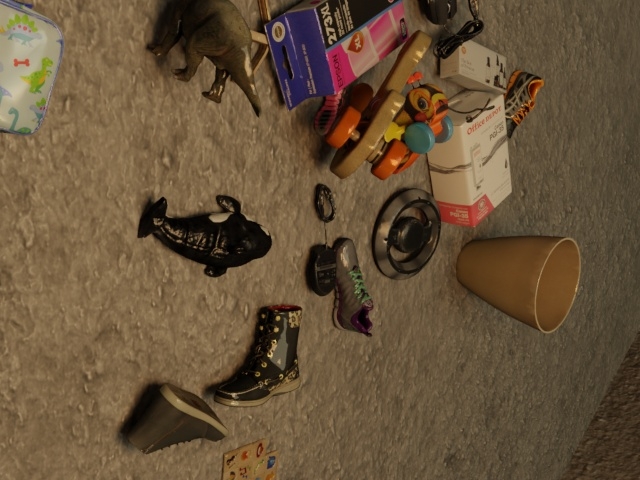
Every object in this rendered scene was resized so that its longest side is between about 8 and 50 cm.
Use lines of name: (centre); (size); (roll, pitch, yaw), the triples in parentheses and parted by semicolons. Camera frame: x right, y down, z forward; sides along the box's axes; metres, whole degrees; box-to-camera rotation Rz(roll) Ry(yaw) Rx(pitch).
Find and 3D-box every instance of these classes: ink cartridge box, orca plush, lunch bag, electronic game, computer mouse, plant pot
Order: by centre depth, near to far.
lunch bag: (-0.450, -0.239, 0.964); (0.219, 0.090, 0.176); (14, 92, -50)
orca plush: (-0.174, -0.011, 1.339); (0.287, 0.102, 0.151); (33, 76, -48)
ink cartridge box: (0.044, -0.412, 1.484); (0.371, 0.069, 0.175); (-42, 130, -35)
computer mouse: (0.000, 0.000, 1.601); (0.071, 0.041, 0.241); (-6, 99, -46)
computer mouse: (0.298, -0.561, 1.698); (0.184, 0.060, 0.261); (-34, 113, -30)
electronic game: (0.212, -0.014, 1.822); (0.229, 0.048, 0.229); (-14, 113, -37)
ink cartridge box: (0.374, -0.208, 1.894); (0.207, 0.117, 0.282); (-38, 127, -36)
plant pot: (0.516, 0.089, 2.026); (0.257, 0.274, 0.256); (-19, 116, -45)

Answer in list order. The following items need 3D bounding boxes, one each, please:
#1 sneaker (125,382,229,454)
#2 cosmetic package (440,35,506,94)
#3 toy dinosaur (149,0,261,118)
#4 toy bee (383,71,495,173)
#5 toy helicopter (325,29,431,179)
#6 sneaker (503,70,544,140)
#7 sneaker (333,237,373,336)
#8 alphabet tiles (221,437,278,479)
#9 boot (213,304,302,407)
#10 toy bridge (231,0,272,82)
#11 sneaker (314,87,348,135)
sneaker: (-0.263, 0.345, 1.383); (0.118, 0.083, 0.222); (-46, 142, -5)
cosmetic package: (0.384, -0.432, 1.868); (0.239, 0.061, 0.098); (3, 84, -49)
toy dinosaur: (-0.171, -0.321, 1.171); (0.121, 0.313, 0.160); (5, 136, -39)
toy bee: (0.225, -0.278, 1.637); (0.162, 0.298, 0.195); (58, 29, 2)
toy helicopter: (0.123, -0.275, 1.532); (0.140, 0.235, 0.355); (33, 76, -10)
sneaker: (0.544, -0.370, 2.067); (0.084, 0.083, 0.214); (28, 82, -51)
sneaker: (0.083, 0.104, 1.672); (0.083, 0.098, 0.223); (-25, 120, -42)
alphabet tiles: (-0.167, 0.545, 1.592); (0.198, 0.009, 0.237); (-7, 106, -47)
boot: (-0.118, 0.226, 1.492); (0.236, 0.085, 0.178); (-6, 104, -55)
toy bridge: (-0.118, -0.366, 1.354); (0.063, 0.026, 0.188); (3, 98, -50)
sneaker: (0.027, -0.268, 1.542); (0.057, 0.047, 0.119); (26, 83, -61)
